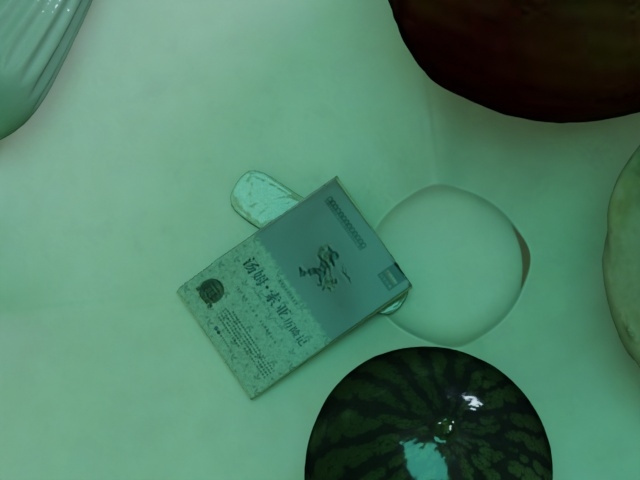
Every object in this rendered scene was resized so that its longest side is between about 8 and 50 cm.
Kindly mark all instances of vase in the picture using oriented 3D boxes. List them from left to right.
[{"bbox_3d":[-0.278,-0.212,1.573,0.128,0.128,0.248,26,67,9],"label":"vase"}]

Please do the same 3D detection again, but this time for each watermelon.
[{"bbox_3d":[0.087,0.187,1.392,0.212,0.212,0.212,-1,74,2],"label":"watermelon"}]

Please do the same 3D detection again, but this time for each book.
[{"bbox_3d":[-0.024,0.043,1.532,0.182,0.014,0.127,-35,75,-1],"label":"book"}]

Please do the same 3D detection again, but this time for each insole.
[{"bbox_3d":[0.000,0.000,1.554,0.192,0.010,0.063,35,79,11],"label":"insole"}]

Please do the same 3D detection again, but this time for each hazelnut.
[{"bbox_3d":[0.243,-0.292,1.445,0.421,0.353,0.421,-7,40,6],"label":"hazelnut"}]

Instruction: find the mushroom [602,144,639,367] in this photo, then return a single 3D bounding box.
[{"bbox_3d":[0.368,0.024,1.410,0.356,0.315,0.315,-12,71,-35],"label":"mushroom"}]
